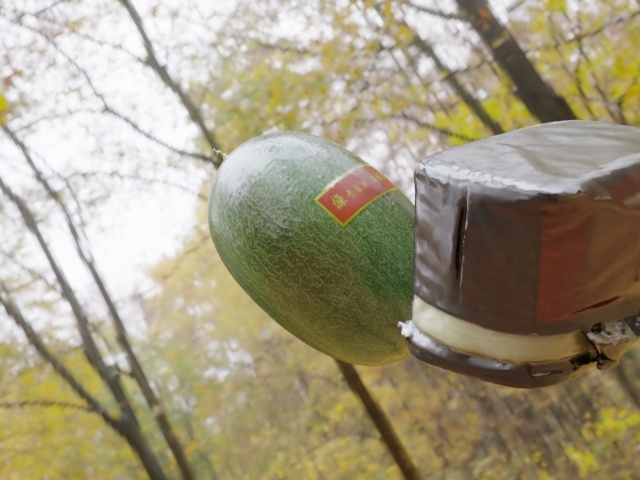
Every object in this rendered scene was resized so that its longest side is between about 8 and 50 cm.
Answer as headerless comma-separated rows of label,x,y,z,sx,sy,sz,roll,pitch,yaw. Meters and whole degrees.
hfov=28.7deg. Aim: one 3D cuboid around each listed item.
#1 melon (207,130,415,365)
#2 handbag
melon,0.000,0.000,1.226,0.182,0.288,0.182,-48,-8,-9
handbag,0.188,0.013,0.987,0.254,0.181,0.181,-20,-62,-46
